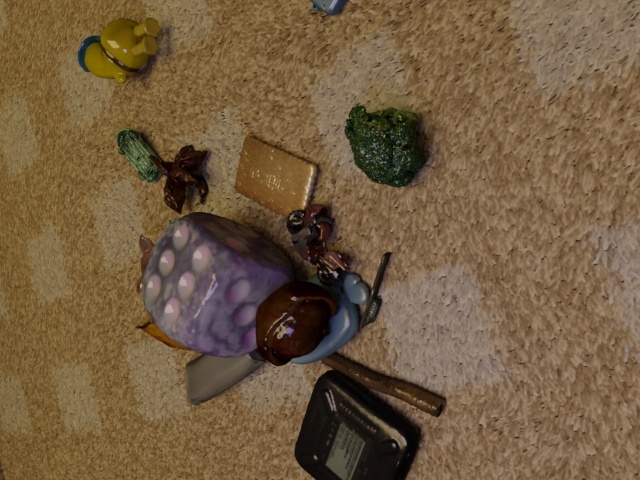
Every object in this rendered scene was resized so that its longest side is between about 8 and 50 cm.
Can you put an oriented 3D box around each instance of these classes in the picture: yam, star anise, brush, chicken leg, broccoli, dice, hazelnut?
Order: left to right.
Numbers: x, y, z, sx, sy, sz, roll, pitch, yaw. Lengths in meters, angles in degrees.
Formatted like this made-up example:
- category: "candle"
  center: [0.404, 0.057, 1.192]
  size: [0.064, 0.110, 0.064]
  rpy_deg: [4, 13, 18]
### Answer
- category: "star anise"
  center: [-0.398, -0.175, 1.787]
  size: [0.212, 0.111, 0.196]
  rpy_deg: [-6, 85, 42]
- category: "chicken leg"
  center: [-0.333, -0.145, 1.803]
  size: [0.036, 0.021, 0.083]
  rpy_deg: [-19, 81, 31]
- category: "dice"
  center: [-0.248, 0.105, 1.574]
  size: [0.270, 0.271, 0.270]
  rpy_deg: [40, 105, 40]
- category: "hazelnut"
  center: [-0.058, 0.180, 1.455]
  size: [0.202, 0.170, 0.160]
  rpy_deg: [-40, 75, 27]
- category: "brush"
  center: [0.131, 0.117, 1.465]
  size: [0.028, 0.034, 0.190]
  rpy_deg: [24, 110, 23]
- category: "yam"
  center: [0.133, 0.323, 1.482]
  size: [0.327, 0.045, 0.045]
  rpy_deg: [18, 72, 36]
- category: "broccoli"
  center: [0.135, -0.200, 1.353]
  size: [0.195, 0.195, 0.156]
  rpy_deg: [8, 66, 37]

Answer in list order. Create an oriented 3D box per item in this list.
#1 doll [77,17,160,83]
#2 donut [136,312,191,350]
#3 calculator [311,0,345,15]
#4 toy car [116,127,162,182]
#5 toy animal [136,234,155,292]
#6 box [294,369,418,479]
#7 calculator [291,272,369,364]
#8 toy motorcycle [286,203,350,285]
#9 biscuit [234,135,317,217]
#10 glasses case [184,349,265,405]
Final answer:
- category: "doll"
  center: [-0.603, -0.549, 1.889]
  size: [0.363, 0.145, 0.199]
  rpy_deg: [-5, 78, 42]
- category: "donut"
  center: [-0.394, 0.243, 1.824]
  size: [0.259, 0.101, 0.152]
  rpy_deg: [-19, 125, 42]
- category: "calculator"
  center: [0.038, -0.608, 1.444]
  size: [0.121, 0.039, 0.210]
  rpy_deg: [51, 123, 24]
- category: "toy car"
  center: [-0.537, -0.260, 1.925]
  size: [0.186, 0.058, 0.093]
  rpy_deg: [50, 122, 8]
- category: "toy animal"
  center: [-0.396, 0.077, 1.810]
  size: [0.248, 0.149, 0.165]
  rpy_deg: [2, 82, 27]
- category: "box"
  center: [0.073, 0.490, 1.524]
  size: [0.289, 0.073, 0.290]
  rpy_deg: [32, 119, 30]
- category: "calculator"
  center: [-0.004, 0.183, 1.556]
  size: [0.303, 0.042, 0.188]
  rpy_deg: [-42, 61, 30]
- category: "toy motorcycle"
  center: [0.000, 0.000, 1.512]
  size: [0.118, 0.084, 0.212]
  rpy_deg: [-42, 68, 25]
- category: "biscuit"
  center: [-0.116, -0.156, 1.625]
  size: [0.250, 0.030, 0.160]
  rpy_deg: [26, 112, 33]
- category: "glasses case"
  center: [-0.268, 0.343, 1.775]
  size: [0.308, 0.083, 0.128]
  rpy_deg: [-37, 67, 35]
